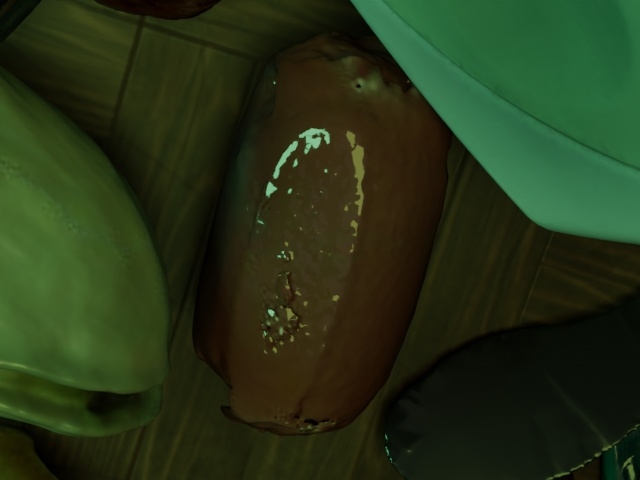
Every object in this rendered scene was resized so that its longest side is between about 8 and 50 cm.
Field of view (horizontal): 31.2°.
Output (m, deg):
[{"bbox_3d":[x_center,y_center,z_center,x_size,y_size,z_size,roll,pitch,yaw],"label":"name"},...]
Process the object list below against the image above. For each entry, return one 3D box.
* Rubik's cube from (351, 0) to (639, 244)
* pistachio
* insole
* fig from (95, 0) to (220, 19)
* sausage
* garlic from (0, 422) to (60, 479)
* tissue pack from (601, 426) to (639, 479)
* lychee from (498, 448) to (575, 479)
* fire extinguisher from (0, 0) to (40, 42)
[{"bbox_3d":[0.217,-0.222,0.592,0.352,0.347,0.351,-46,107,-17],"label":"Rubik's cube"},{"bbox_3d":[-0.223,-0.004,0.689,0.332,0.226,0.208,36,118,-7],"label":"pistachio"},{"bbox_3d":[0.212,0.097,0.866,0.348,0.009,0.119,-25,77,-4],"label":"insole"},{"bbox_3d":[-0.103,-0.203,0.717,0.128,0.150,0.128,4,130,5],"label":"fig"},{"bbox_3d":[0.000,0.000,0.762,0.152,0.152,0.279,12,104,-12],"label":"sausage"},{"bbox_3d":[-0.260,0.236,0.777,0.217,0.228,0.110,52,137,-5],"label":"garlic"},{"bbox_3d":[0.263,0.185,0.915,0.085,0.028,0.138,-4,102,-7],"label":"tissue pack"},{"bbox_3d":[0.159,0.193,0.879,0.068,0.067,0.083,1,129,-35],"label":"lychee"},{"bbox_3d":[-0.296,-0.261,0.615,0.376,0.200,0.113,42,106,-8],"label":"fire extinguisher"}]
